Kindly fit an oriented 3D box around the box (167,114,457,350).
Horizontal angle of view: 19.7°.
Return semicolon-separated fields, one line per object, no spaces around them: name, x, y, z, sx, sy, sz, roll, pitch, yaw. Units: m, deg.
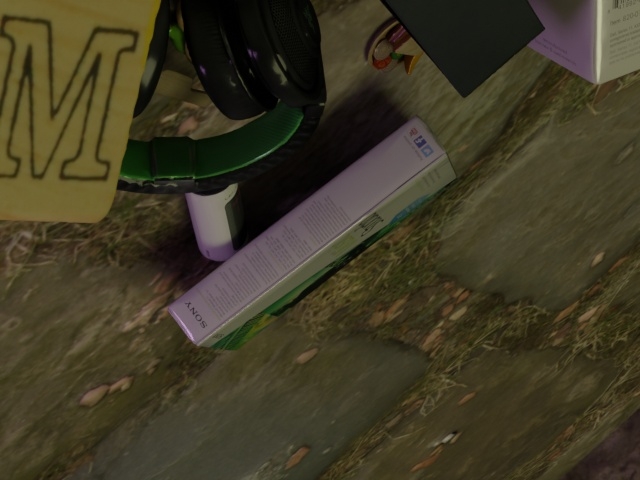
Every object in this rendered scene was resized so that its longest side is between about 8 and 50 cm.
box;0.000;0.000;1.944;0.322;0.058;0.232;-36;172;4

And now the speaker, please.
speaker;-0.105;-0.034;1.835;0.055;0.055;0.136;-30;153;-13

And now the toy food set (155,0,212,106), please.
toy food set;-0.076;-0.205;1.615;0.192;0.038;0.132;-47;159;11

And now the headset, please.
headset;-0.115;-0.186;1.463;0.243;0.185;0.394;-3;150;-8

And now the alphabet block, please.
alphabet block;-0.256;-0.130;1.278;0.197;0.192;0.193;2;108;-50

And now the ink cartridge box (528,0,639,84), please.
ink cartridge box;0.291;-0.342;1.648;0.207;0.119;0.354;-21;128;-24

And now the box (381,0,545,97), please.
box;0.068;-0.253;1.531;0.103;0.184;0.261;-38;155;6

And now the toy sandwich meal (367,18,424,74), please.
toy sandwich meal;0.086;-0.194;1.826;0.085;0.029;0.086;-28;153;-16
